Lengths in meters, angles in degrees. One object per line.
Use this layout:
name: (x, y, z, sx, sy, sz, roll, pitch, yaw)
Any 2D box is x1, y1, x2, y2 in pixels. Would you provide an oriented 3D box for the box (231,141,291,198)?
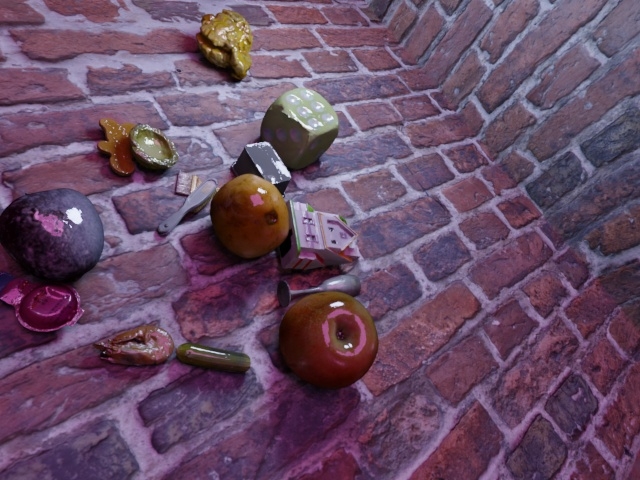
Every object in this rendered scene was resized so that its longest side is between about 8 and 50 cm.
box: (-0.230, -0.272, 1.722, 0.163, 0.135, 0.243, -21, 71, -38)

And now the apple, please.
apple: (0.031, 0.311, 1.385, 0.318, 0.277, 0.320, 13, 56, -20)

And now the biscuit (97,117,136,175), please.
biscuit: (-0.720, -0.333, 1.550, 0.158, 0.035, 0.241, 7, 59, -39)

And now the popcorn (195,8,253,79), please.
popcorn: (-0.431, -0.909, 1.991, 0.264, 0.225, 0.333, -14, 79, -40)

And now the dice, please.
dice: (-0.091, -0.478, 1.862, 0.252, 0.250, 0.254, 47, 50, 7)

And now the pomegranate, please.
pomegranate: (-0.239, -0.086, 1.490, 0.307, 0.307, 0.308, 14, 54, -20)

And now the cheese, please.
cheese: (-0.775, 0.164, 1.176, 0.244, 0.062, 0.155, 26, 49, -8)

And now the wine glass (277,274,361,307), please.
wine glass: (0.042, 0.158, 1.505, 0.309, 0.264, 0.097, -2, 76, -31)

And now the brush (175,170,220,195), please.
brush: (-0.410, -0.192, 1.649, 0.272, 0.013, 0.103, 11, 55, -24)

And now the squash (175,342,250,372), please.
squash: (-0.321, 0.355, 1.301, 0.228, 0.066, 0.066, 16, 53, -21)

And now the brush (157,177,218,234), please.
brush: (-0.466, -0.112, 1.544, 0.068, 0.060, 0.297, 25, 57, 22)

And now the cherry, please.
cherry: (-0.748, -0.024, 1.214, 0.296, 0.218, 0.255, 57, 22, 1)

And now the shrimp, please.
shrimp: (-0.530, 0.299, 1.231, 0.216, 0.051, 0.115, 6, 50, -25)

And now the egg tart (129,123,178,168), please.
egg tart: (-0.613, -0.333, 1.572, 0.197, 0.078, 0.197, 30, 43, -31)

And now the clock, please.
clock: (0.000, 0.000, 1.645, 0.309, 0.166, 0.235, 7, 56, -29)
